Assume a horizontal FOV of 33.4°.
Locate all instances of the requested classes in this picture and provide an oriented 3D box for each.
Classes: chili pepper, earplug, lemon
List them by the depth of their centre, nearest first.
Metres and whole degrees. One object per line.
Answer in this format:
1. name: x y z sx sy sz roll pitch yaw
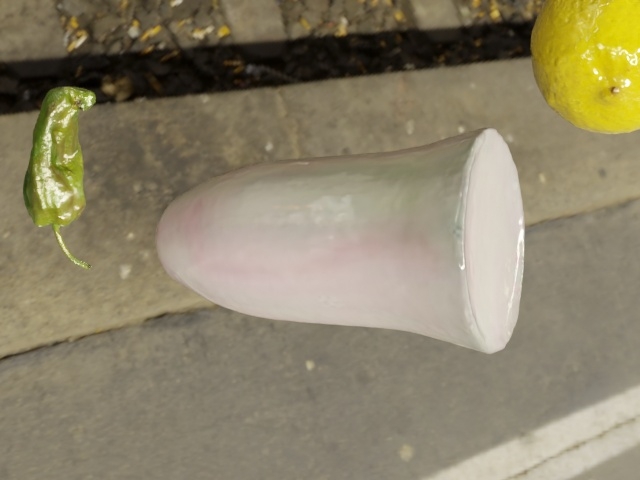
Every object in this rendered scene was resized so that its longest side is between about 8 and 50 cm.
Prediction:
1. earplug: 0.000 0.000 0.877 0.172 0.301 0.172 0 90 -64
2. lemon: 0.314 -0.209 1.141 0.178 0.178 0.203 40 43 -19
3. chili pepper: -0.292 -0.069 1.176 0.072 0.073 0.204 -21 119 -73
